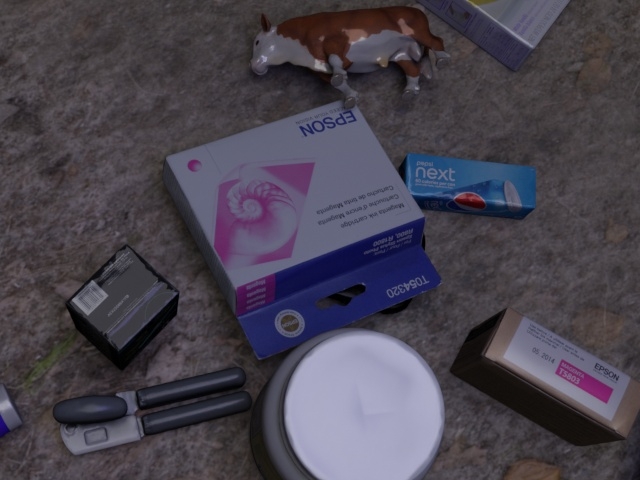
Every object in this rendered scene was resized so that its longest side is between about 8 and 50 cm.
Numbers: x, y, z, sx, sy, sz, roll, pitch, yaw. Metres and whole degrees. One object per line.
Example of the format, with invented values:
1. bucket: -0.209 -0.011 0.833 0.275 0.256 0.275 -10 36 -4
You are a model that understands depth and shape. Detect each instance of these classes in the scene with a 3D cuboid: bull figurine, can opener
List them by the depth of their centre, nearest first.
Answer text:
1. can opener: -0.236 0.241 1.528 0.280 0.093 0.074 -10 76 -16
2. bull figurine: 0.047 -0.297 1.683 0.310 0.101 0.188 -15 53 -17

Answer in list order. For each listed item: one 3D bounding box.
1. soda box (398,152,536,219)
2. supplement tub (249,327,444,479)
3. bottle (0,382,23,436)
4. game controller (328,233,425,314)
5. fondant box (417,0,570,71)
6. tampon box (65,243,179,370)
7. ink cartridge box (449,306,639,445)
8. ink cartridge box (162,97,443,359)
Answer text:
1. soda box: 0.230 -0.084 1.690 0.210 0.067 0.071 6 74 -6
2. supplement tub: 0.031 0.246 1.438 0.235 0.325 0.236 2 75 -8
3. bottle: -0.551 0.288 1.463 0.282 0.092 0.118 -27 81 -14
4. game controller: 0.000 0.000 1.635 0.319 0.067 0.167 17 73 -4
5. fondant box: 0.271 -0.477 1.787 0.330 0.096 0.238 36 73 3
6. tampon box: -0.278 0.097 1.518 0.101 0.161 0.120 42 72 4
7. ink cartridge box: 0.327 0.203 1.562 0.234 0.193 0.088 31 73 0
8. ink cartridge box: -0.019 -0.031 1.582 0.324 0.071 0.330 -21 67 -23
